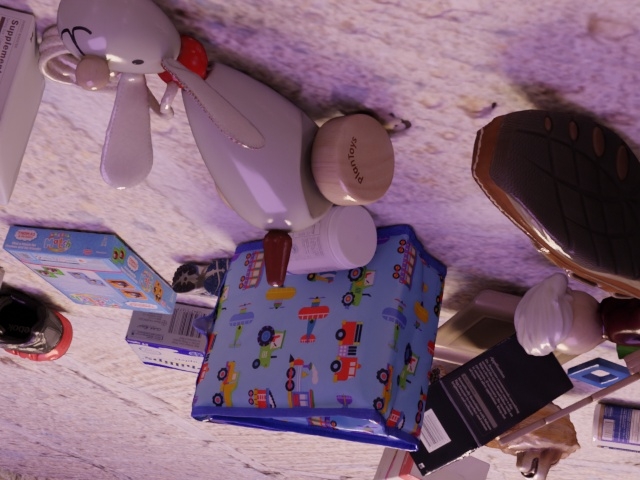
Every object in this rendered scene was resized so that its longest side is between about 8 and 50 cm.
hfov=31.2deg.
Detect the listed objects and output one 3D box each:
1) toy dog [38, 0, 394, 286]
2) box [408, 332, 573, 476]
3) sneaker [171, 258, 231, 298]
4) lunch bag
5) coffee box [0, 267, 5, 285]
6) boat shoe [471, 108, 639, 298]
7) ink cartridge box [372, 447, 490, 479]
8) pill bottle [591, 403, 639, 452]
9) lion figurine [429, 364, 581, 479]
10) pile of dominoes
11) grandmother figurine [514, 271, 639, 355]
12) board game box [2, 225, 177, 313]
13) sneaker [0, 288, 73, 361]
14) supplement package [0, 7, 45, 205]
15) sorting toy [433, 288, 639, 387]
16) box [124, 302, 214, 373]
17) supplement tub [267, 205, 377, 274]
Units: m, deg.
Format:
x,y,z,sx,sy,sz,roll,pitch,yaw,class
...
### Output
x,y,z,sx,sy,sz,roll,pitch,yaw,class
-0.094,-0.074,0.980,0.333,0.161,0.220,22,157,-24,toy dog
0.188,0.192,1.373,0.158,0.093,0.156,-25,168,-30,box
-0.129,0.053,1.498,0.135,0.052,0.058,4,169,40,sneaker
-0.025,0.108,1.324,0.293,0.221,0.138,1,156,28,lunch bag
-0.614,0.067,1.711,0.246,0.098,0.141,-4,154,35,coffee box
0.241,-0.011,1.024,0.324,0.122,0.120,27,160,-35,boat shoe
0.154,0.347,1.702,0.115,0.067,0.198,25,159,-9,ink cartridge box
0.473,0.286,1.729,0.120,0.067,0.067,5,158,17,pill bottle
0.193,0.264,1.776,0.240,0.142,0.392,17,174,-35,lion figurine
0.331,0.165,1.356,0.251,0.040,0.196,-29,167,14,pile of dominoes
0.368,0.084,1.177,0.342,0.104,0.208,-1,171,22,grandmother figurine
-0.310,0.043,1.570,0.160,0.039,0.211,5,157,19,board game box
-0.537,0.122,1.814,0.276,0.098,0.135,9,159,3,sneaker
-0.381,-0.139,1.006,0.244,0.134,0.139,13,160,-4,supplement package
0.242,0.111,1.437,0.347,0.047,0.196,13,153,-11,sorting toy
-0.215,0.148,1.741,0.126,0.072,0.137,9,160,9,box
0.000,0.000,1.247,0.107,0.071,0.071,-7,152,41,supplement tub
